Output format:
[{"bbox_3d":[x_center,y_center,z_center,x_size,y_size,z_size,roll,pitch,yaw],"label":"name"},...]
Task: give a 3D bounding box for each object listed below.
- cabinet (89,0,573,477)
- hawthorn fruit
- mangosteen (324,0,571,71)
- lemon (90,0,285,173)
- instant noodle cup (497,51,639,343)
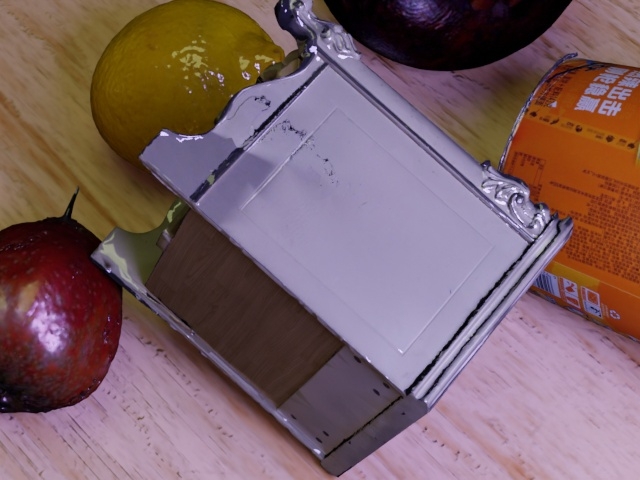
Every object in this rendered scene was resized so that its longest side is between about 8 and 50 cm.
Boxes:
[{"bbox_3d":[0.000,0.000,1.599,0.318,0.290,0.227,41,66,1],"label":"cabinet"},{"bbox_3d":[-0.261,0.052,1.719,0.181,0.181,0.235,15,62,15],"label":"hawthorn fruit"},{"bbox_3d":[0.130,-0.338,1.903,0.307,0.307,0.347,-16,26,-6],"label":"mangosteen"},{"bbox_3d":[-0.137,-0.154,1.850,0.244,0.187,0.187,-14,48,36],"label":"lemon"},{"bbox_3d":[0.300,-0.039,1.674,0.214,0.296,0.296,20,59,27],"label":"instant noodle cup"}]
